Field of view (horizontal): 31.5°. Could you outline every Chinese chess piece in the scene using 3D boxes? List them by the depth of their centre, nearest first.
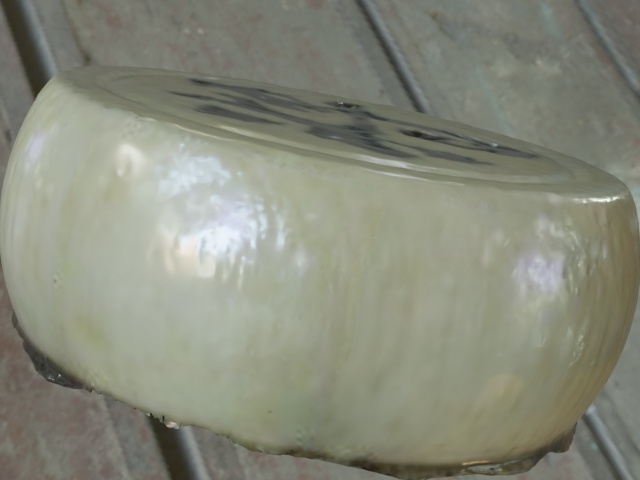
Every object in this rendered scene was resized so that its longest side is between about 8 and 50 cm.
[{"bbox_3d":[0.000,0.000,0.469,0.257,0.104,0.257,11,13,-3],"label":"Chinese chess piece"}]
